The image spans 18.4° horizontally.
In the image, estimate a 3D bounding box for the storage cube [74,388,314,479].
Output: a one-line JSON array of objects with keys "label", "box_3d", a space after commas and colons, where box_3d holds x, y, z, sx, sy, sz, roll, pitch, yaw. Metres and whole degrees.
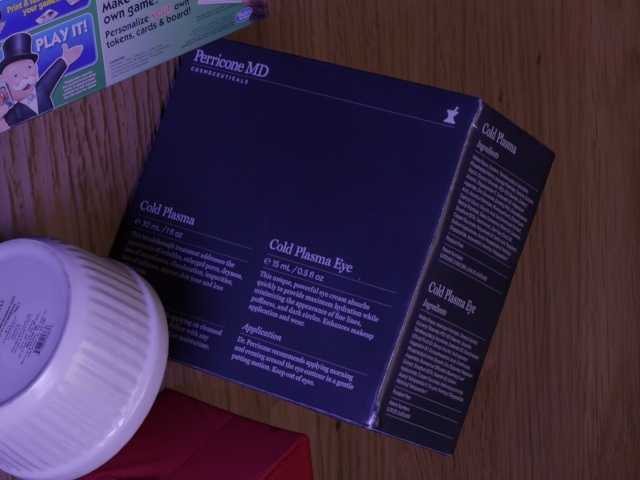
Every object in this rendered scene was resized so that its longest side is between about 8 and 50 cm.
[{"label": "storage cube", "box_3d": [-0.128, 0.294, 1.979, 0.193, 0.183, 0.215, -42, 137, -43]}]

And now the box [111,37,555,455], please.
[{"label": "box", "box_3d": [0.000, 0.000, 1.888, 0.179, 0.343, 0.312, 25, 83, -57]}]

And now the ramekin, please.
[{"label": "ramekin", "box_3d": [-0.243, 0.093, 1.688, 0.109, 0.207, 0.207, 39, 70, -48]}]

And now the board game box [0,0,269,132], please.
[{"label": "board game box", "box_3d": [-0.174, -0.232, 1.584, 0.317, 0.046, 0.213, -28, 126, -38]}]
